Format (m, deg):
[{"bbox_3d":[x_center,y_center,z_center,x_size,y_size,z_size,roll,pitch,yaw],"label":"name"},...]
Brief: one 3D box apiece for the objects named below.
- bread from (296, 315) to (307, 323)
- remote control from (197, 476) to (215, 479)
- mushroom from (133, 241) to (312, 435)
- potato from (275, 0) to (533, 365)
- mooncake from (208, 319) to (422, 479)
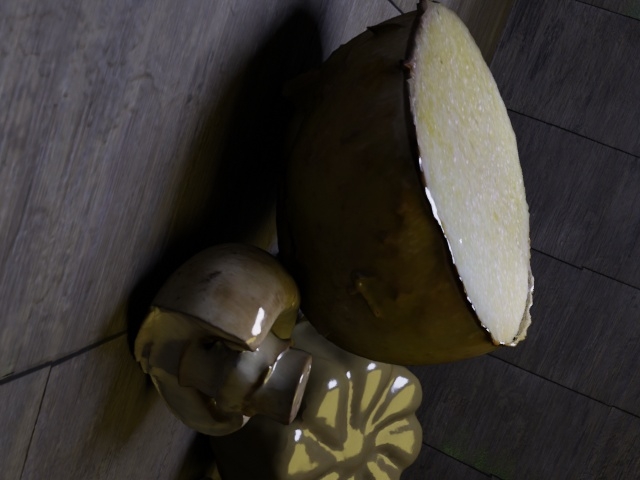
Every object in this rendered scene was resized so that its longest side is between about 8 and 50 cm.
[{"bbox_3d":[0.042,0.261,1.524,0.148,0.269,0.270,-61,169,-66],"label":"bread"},{"bbox_3d":[-0.196,0.450,1.226,0.034,0.103,0.250,-64,166,-2],"label":"remote control"},{"bbox_3d":[-0.092,0.108,0.878,0.254,0.195,0.189,100,14,-52],"label":"mushroom"},{"bbox_3d":[0.074,-0.052,0.974,0.385,0.319,0.442,39,43,-43],"label":"potato"},{"bbox_3d":[0.008,0.335,1.281,0.378,0.200,0.379,-16,117,-33],"label":"mooncake"}]
